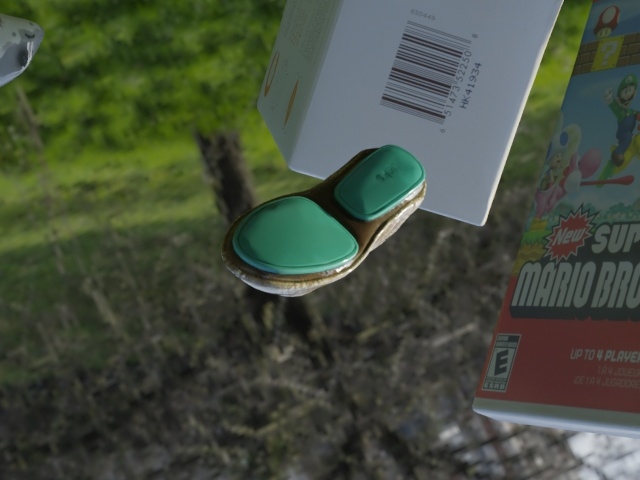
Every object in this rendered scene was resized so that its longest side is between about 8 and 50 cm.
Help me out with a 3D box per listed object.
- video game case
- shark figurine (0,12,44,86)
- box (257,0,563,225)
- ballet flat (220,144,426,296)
[{"bbox_3d":[0.190,-0.029,0.874,0.025,0.285,0.204,24,167,-26],"label":"video game case"},{"bbox_3d":[-0.291,-0.077,0.735,0.166,0.278,0.116,-74,178,-55],"label":"shark figurine"},{"bbox_3d":[0.064,-0.167,1.342,0.168,0.215,0.345,16,-169,-10],"label":"box"},{"bbox_3d":[0.000,0.000,1.006,0.206,0.073,0.067,-28,158,-49],"label":"ballet flat"}]
